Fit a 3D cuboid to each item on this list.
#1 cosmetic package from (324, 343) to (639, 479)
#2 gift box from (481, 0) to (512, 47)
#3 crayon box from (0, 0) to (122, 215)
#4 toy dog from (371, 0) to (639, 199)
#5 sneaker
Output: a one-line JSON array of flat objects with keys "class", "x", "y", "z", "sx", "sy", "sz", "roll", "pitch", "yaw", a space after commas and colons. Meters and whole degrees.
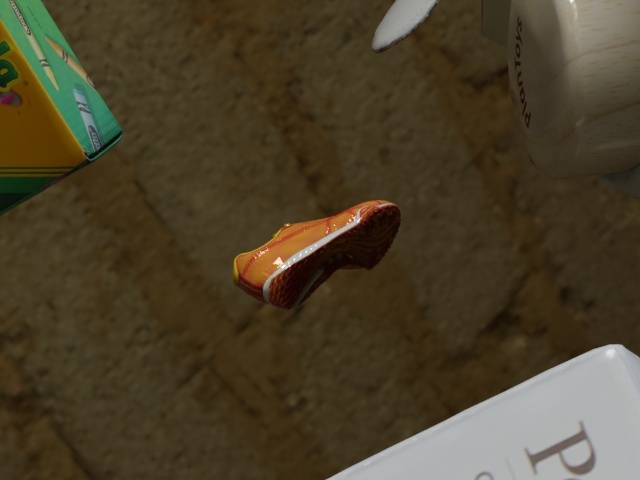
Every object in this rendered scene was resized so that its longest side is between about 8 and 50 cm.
[{"class": "cosmetic package", "x": 0.033, "y": 0.140, "z": 0.372, "sx": 0.151, "sy": 0.184, "sz": 0.151, "roll": 34, "pitch": 31, "yaw": -62}, {"class": "gift box", "x": 0.250, "y": -0.271, "z": 1.132, "sx": 0.258, "sy": 0.255, "sz": 0.276, "roll": 25, "pitch": -36, "yaw": 23}, {"class": "crayon box", "x": -0.297, "y": -0.150, "z": 1.261, "sx": 0.278, "sy": 0.165, "sz": 0.081, "roll": 58, "pitch": 21, "yaw": -9}, {"class": "toy dog", "x": 0.133, "y": -0.095, "z": 0.731, "sx": 0.220, "sy": 0.333, "sz": 0.161, "roll": 8, "pitch": -57, "yaw": 5}, {"class": "sneaker", "x": 0.000, "y": 0.000, "z": 1.374, "sx": 0.067, "sy": 0.175, "sz": 0.064, "roll": 28, "pitch": -55, "yaw": 36}]
